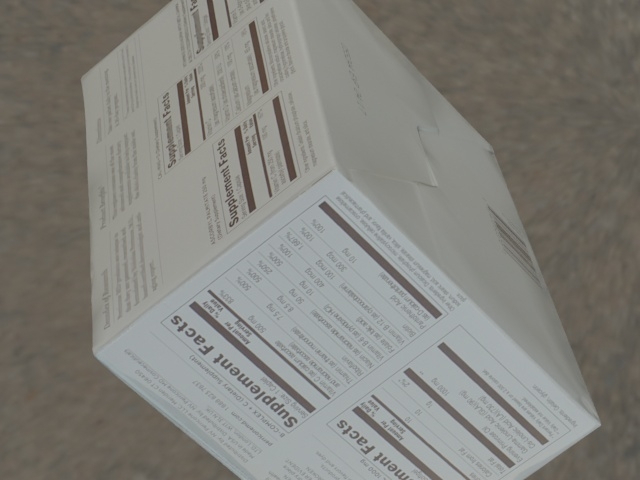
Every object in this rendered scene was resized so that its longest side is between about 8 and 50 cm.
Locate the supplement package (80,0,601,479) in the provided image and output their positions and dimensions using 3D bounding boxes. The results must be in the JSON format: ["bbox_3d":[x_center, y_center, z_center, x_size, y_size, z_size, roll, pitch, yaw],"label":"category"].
[{"bbox_3d":[0.000,0.000,0.980,0.145,0.262,0.204,-37,120,16],"label":"supplement package"}]
